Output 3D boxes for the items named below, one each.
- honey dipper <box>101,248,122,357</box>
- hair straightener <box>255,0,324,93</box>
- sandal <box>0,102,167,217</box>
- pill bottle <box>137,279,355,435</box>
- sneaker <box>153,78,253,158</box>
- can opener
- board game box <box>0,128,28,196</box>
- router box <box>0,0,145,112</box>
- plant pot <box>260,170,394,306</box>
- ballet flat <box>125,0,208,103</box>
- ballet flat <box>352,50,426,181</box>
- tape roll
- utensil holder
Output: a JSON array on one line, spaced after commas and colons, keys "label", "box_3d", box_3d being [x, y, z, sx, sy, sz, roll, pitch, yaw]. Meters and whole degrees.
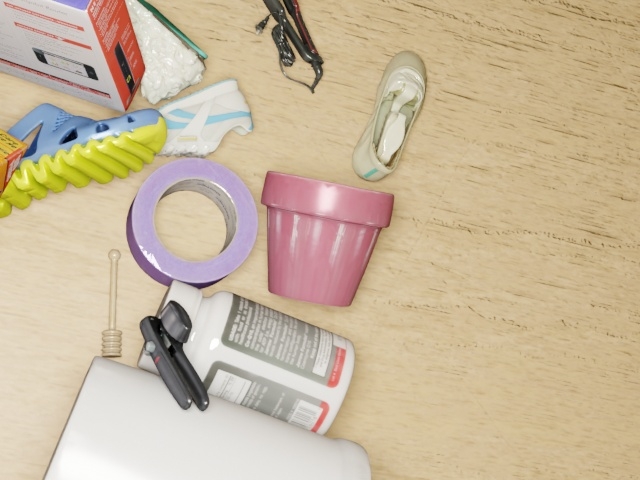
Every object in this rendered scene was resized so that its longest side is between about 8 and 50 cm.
[{"label": "honey dipper", "box_3d": [-0.307, 0.091, 1.548, 0.030, 0.030, 0.161, 2, 75, -17]}, {"label": "hair straightener", "box_3d": [-0.066, -0.341, 1.704, 0.089, 0.047, 0.230, -23, 91, -20]}, {"label": "sandal", "box_3d": [-0.376, -0.139, 1.494, 0.317, 0.126, 0.138, -15, 71, 0]}, {"label": "pill bottle", "box_3d": [-0.107, 0.169, 1.520, 0.283, 0.161, 0.161, 23, 73, -10]}, {"label": "sneaker", "box_3d": [-0.208, -0.163, 1.598, 0.228, 0.087, 0.092, -28, 94, -17]}, {"label": "can opener", "box_3d": [-0.191, 0.153, 1.353, 0.059, 0.073, 0.186, 6, 33, -27]}, {"label": "board game box", "box_3d": [-0.625, -0.018, 1.205, 0.356, 0.356, 0.356, 32, 110, -6]}, {"label": "router box", "box_3d": [-0.420, -0.315, 1.406, 0.335, 0.301, 0.082, 19, 74, 4]}, {"label": "plant pot", "box_3d": [0.000, 0.000, 1.582, 0.201, 0.201, 0.180, 10, 92, -15]}, {"label": "ballet flat", "box_3d": [-0.345, -0.368, 1.577, 0.409, 0.147, 0.147, 47, 70, -4]}, {"label": "ballet flat", "box_3d": [0.126, -0.210, 1.712, 0.086, 0.086, 0.248, 24, 73, -11]}, {"label": "tape roll", "box_3d": [-0.194, -0.024, 1.577, 0.189, 0.080, 0.189, 4, 77, -17]}, {"label": "utensil holder", "box_3d": [-0.175, 0.359, 1.384, 0.385, 0.327, 0.328, 22, 73, -9]}]
